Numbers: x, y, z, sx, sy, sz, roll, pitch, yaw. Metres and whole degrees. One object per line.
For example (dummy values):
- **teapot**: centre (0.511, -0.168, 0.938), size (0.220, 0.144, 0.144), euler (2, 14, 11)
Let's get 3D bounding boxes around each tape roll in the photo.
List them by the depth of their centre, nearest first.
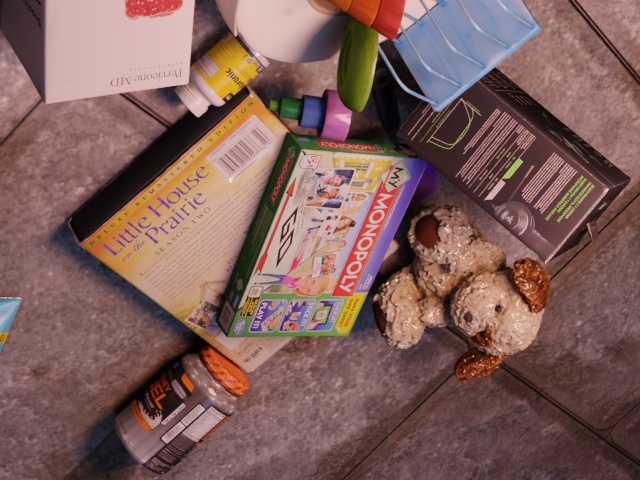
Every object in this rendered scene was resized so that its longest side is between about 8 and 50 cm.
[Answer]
- **tape roll**: centre (0.057, -0.360, 1.620), size (0.392, 0.072, 0.392), euler (-25, 159, -10)

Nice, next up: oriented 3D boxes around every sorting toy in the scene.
- **sorting toy**: centre (0.006, -0.237, 1.639), size (0.126, 0.127, 0.365), euler (7, 152, -10)

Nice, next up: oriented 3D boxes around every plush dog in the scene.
- **plush dog**: centre (0.235, 0.080, 2.058), size (0.210, 0.225, 0.262), euler (-18, 145, -45)

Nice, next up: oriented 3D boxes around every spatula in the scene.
- **spatula**: centre (0.113, -0.143, 1.968), size (0.084, 0.030, 0.296), euler (-28, 136, -5)

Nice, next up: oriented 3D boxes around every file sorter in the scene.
- **file sorter**: centre (0.160, -0.267, 1.705), size (0.170, 0.118, 0.104), euler (-38, 154, 22)

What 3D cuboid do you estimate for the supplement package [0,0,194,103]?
- **supplement package**: centre (-0.242, -0.324, 1.487), size (0.177, 0.175, 0.293), euler (-12, 132, -25)

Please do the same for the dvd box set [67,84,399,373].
- **dvd box set**: centre (-0.109, -0.008, 1.923), size (0.307, 0.062, 0.420), euler (-41, 137, 6)

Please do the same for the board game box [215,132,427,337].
- **board game box**: centre (0.000, 0.000, 1.920), size (0.213, 0.046, 0.317), euler (2, 125, -33)

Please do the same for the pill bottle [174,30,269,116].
- **pill bottle**: centre (-0.127, -0.212, 1.735), size (0.116, 0.065, 0.065), euler (-40, 136, 5)

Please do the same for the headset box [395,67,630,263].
- **headset box**: centre (0.277, -0.106, 1.858), size (0.131, 0.283, 0.246), euler (-52, 169, 16)

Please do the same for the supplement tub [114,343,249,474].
- **supplement tub**: centre (-0.205, 0.248, 2.041), size (0.190, 0.117, 0.117), euler (-42, 136, 6)

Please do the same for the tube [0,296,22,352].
- **tube**: centre (-0.470, 0.162, 1.856), size (0.080, 0.052, 0.207), euler (3, 118, -36)
